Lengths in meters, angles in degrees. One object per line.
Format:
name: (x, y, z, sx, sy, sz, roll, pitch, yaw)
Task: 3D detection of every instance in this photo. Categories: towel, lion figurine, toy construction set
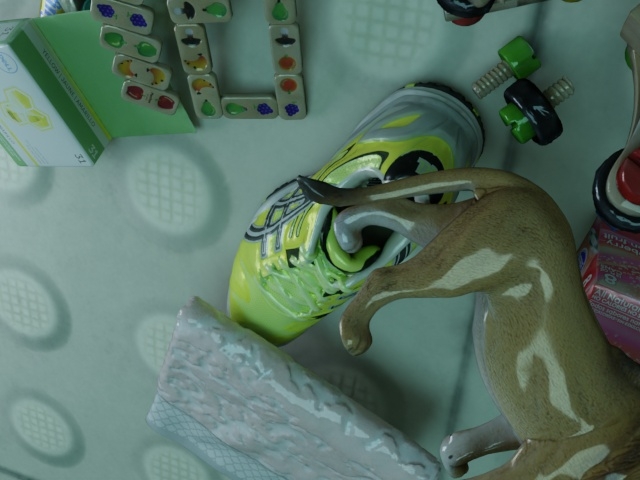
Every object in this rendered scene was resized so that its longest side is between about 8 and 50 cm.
towel: (-0.057, 0.239, 0.951, 0.332, 0.053, 0.317, 33, 142, 2)
lion figurine: (0.163, 0.078, 0.587, 0.240, 0.142, 0.392, -26, 100, 23)
toy construction set: (0.214, -0.181, 0.501, 0.237, 0.257, 0.309, -36, 143, 9)

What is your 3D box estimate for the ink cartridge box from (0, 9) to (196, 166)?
ink cartridge box: (-0.273, -0.156, 0.827, 0.235, 0.056, 0.171, 3, 141, 26)

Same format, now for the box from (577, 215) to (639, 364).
box: (0.360, 0.114, 0.698, 0.300, 0.154, 0.142, 24, 124, 9)

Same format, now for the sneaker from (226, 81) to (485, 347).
sneaker: (0.000, 0.000, 0.786, 0.145, 0.147, 0.384, 38, 127, -3)

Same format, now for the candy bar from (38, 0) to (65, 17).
candy bar: (-0.285, -0.267, 0.832, 0.040, 0.018, 0.161, 28, 125, 6)

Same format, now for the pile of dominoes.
pile of dominoes: (-0.119, -0.197, 0.709, 0.196, 0.040, 0.251, 0, 140, 5)

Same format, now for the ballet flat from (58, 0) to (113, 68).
ballet flat: (-0.249, -0.255, 0.799, 0.052, 0.057, 0.168, 7, 132, 39)
